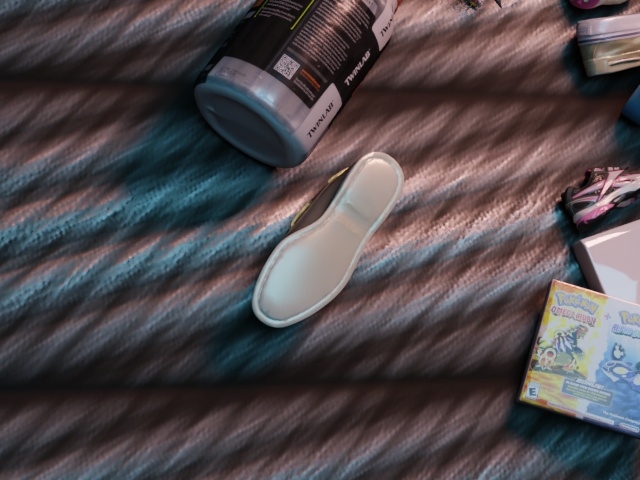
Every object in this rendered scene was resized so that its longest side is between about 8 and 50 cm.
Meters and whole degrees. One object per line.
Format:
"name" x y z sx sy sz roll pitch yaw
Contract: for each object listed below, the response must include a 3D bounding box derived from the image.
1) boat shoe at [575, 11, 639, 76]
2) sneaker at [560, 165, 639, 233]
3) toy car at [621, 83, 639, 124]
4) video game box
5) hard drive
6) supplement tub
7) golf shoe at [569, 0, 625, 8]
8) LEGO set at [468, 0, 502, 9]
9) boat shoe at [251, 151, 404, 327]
"boat shoe" 0.551 -0.324 1.811 0.303 0.109 0.094 -8 101 -10
"sneaker" 0.447 -0.089 1.731 0.178 0.072 0.077 -29 72 -23
"toy car" 0.637 -0.248 1.750 0.219 0.210 0.238 36 62 11
"video game box" 0.407 0.174 1.627 0.205 0.048 0.187 16 79 5
"hard drive" 0.588 0.058 1.730 0.353 0.047 0.233 -18 80 -16
"supplement tub" -0.023 -0.276 1.614 0.194 0.193 0.316 35 72 -1
"golf shoe" 0.448 -0.524 1.837 0.140 0.115 0.306 -6 83 -24
"LEGO set" 0.239 -0.534 1.706 0.331 0.255 0.192 50 44 -8
"boat shoe" 0.003 0.003 1.600 0.109 0.091 0.305 42 72 -11
